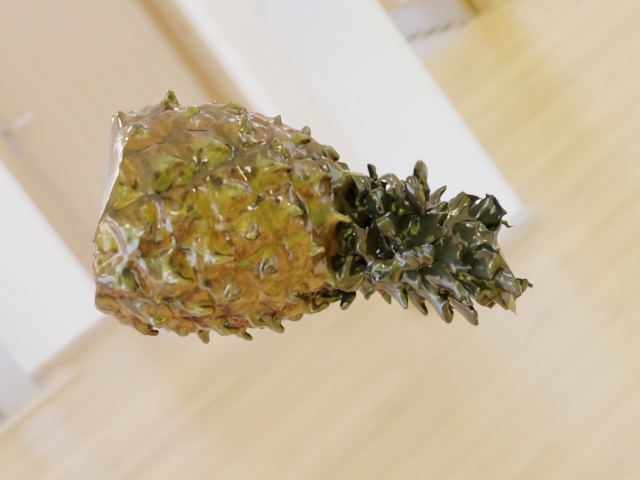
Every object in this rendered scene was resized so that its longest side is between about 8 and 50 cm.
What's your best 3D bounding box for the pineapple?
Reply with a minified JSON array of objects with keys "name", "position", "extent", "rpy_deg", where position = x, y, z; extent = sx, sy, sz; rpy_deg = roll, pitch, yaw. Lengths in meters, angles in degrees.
[{"name":"pineapple","position":[0.000,0.000,1.216],"extent":[0.279,0.157,0.158],"rpy_deg":[8,16,0]}]
